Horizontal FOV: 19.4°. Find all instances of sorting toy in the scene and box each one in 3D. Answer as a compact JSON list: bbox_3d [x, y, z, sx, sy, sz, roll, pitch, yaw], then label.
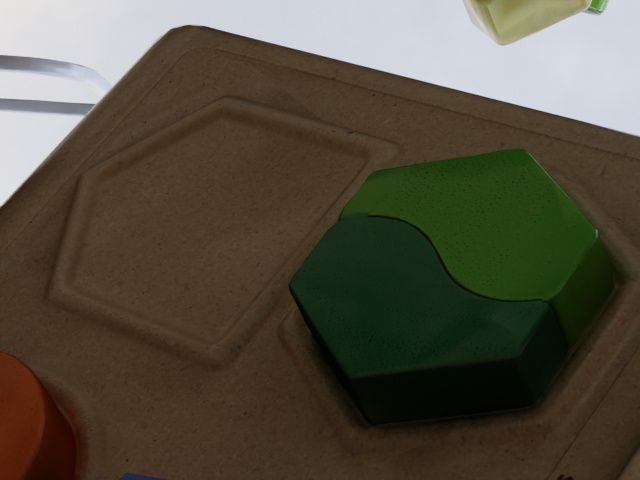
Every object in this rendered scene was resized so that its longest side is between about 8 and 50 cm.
[{"bbox_3d":[0.000,0.000,0.434,0.229,0.041,0.307,15,-124,41],"label":"sorting toy"}]

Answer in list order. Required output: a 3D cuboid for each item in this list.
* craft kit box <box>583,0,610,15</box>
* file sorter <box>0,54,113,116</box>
[{"bbox_3d":[0.020,-0.234,0.658,0.061,0.246,0.250,-47,154,-64],"label":"craft kit box"},{"bbox_3d":[-0.173,-0.002,0.773,0.193,0.173,0.278,80,14,-89],"label":"file sorter"}]
